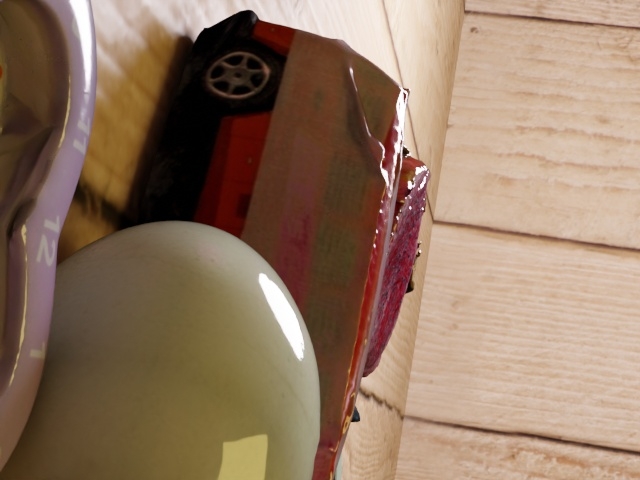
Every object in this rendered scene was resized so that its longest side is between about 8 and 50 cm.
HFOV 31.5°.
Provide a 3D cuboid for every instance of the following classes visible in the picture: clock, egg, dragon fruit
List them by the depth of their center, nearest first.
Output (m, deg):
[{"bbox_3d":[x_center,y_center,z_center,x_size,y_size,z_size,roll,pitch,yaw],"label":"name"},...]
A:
[{"bbox_3d":[-0.133,-0.016,0.348,0.172,0.064,0.198,45,53,-77],"label":"clock"},{"bbox_3d":[-0.074,0.076,0.501,0.209,0.151,0.151,-73,166,-48],"label":"egg"},{"bbox_3d":[0.000,0.000,0.939,0.282,0.147,0.211,29,78,-76],"label":"dragon fruit"}]

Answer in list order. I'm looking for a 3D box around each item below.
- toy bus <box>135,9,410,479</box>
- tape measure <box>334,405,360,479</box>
[{"bbox_3d":[-0.034,0.010,0.692,0.127,0.147,0.303,101,3,-64],"label":"toy bus"},{"bbox_3d":[-0.029,0.228,0.997,0.351,0.097,0.215,48,49,-73],"label":"tape measure"}]
